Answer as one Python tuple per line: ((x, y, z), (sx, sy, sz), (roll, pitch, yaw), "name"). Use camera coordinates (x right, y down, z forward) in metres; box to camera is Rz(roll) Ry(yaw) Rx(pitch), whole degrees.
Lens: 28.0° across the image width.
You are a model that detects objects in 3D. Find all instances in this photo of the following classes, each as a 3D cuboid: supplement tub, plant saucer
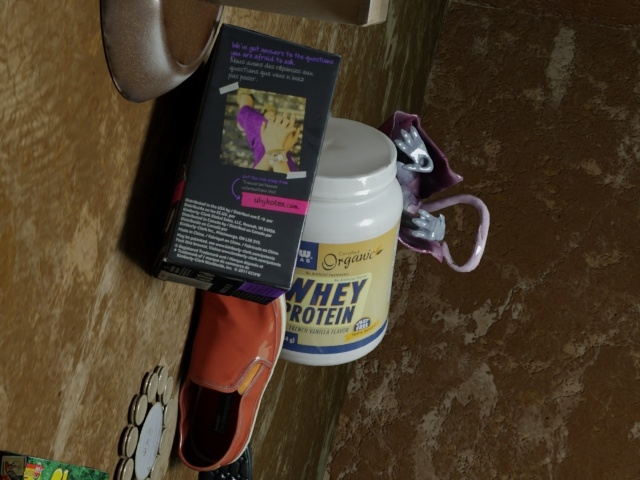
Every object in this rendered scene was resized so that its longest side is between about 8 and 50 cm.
((0.000, 0.000, 1.881), (0.228, 0.228, 0.316), (-64, 162, -57), "supplement tub")
((-0.140, -0.287, 1.278), (0.310, 0.050, 0.311), (10, 90, -80), "plant saucer")

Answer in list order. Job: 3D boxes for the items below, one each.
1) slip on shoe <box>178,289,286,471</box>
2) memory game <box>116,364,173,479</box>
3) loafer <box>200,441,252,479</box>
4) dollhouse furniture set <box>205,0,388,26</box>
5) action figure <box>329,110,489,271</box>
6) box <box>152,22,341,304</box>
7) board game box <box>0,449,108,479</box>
((-0.124, 0.161, 1.700), (0.101, 0.123, 0.331), (-41, 146, -69), "slip on shoe")
((-0.213, 0.243, 1.561), (0.186, 0.012, 0.186), (10, 90, -81), "memory game")
((-0.146, 0.384, 1.950), (0.078, 0.076, 0.223), (-70, 173, -66), "loafer")
((0.004, -0.409, 1.313), (0.303, 0.174, 0.355), (-44, 144, -75), "dollhouse furniture set")
((0.088, -0.092, 2.126), (0.370, 0.275, 0.248), (-7, -120, 62), "action figure")
((-0.085, -0.079, 1.432), (0.165, 0.143, 0.270), (144, -40, -75), "box")
((-0.267, 0.279, 1.235), (0.260, 0.030, 0.136), (62, 38, -75), "board game box")
